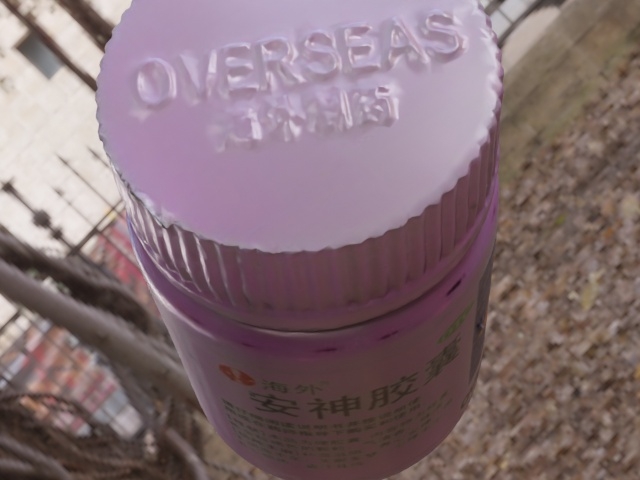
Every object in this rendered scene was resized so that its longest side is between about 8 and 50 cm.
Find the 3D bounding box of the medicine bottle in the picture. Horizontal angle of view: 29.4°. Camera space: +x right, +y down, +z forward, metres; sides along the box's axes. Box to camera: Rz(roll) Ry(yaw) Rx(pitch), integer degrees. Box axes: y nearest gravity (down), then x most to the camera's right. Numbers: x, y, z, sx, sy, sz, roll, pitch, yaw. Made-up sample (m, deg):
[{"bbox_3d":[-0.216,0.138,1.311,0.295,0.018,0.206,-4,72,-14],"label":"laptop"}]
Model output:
[{"bbox_3d":[0.000,0.000,0.613,0.178,0.178,0.291,-48,-21,-20],"label":"medicine bottle"}]
